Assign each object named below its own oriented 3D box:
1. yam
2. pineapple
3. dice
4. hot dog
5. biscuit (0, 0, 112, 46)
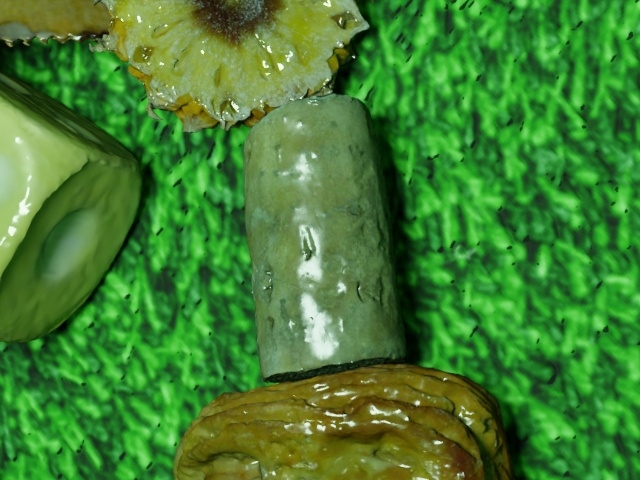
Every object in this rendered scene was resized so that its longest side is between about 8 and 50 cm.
[{"bbox_3d":[0.000,0.000,1.263,0.107,0.107,0.194,-9,82,18],"label":"yam"},{"bbox_3d":[-0.069,-0.175,1.285,0.221,0.047,0.221,1,81,-9],"label":"pineapple"},{"bbox_3d":[-0.251,-0.033,1.315,0.169,0.169,0.166,32,95,19],"label":"dice"},{"bbox_3d":[0.001,0.179,1.231,0.259,0.114,0.175,-11,93,20],"label":"hot dog"},{"bbox_3d":[-0.281,-0.224,1.335,0.232,0.013,0.237,-7,51,-15],"label":"biscuit"}]
